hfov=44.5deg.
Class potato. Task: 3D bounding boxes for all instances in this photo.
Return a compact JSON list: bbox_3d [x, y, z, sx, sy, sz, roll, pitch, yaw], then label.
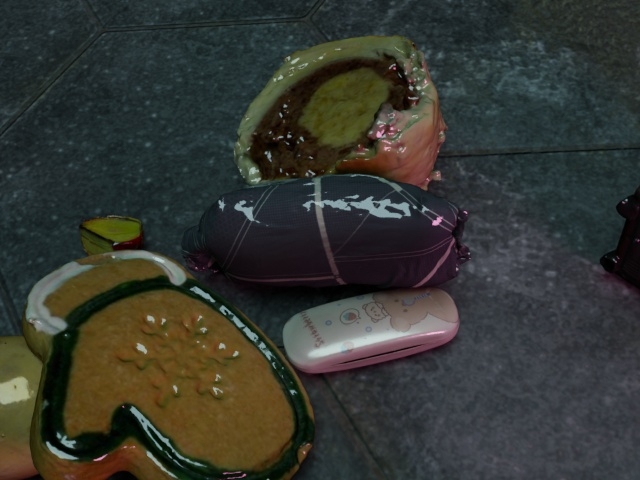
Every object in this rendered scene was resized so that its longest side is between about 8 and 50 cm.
[{"bbox_3d":[-0.361,0.178,0.847,0.234,0.146,0.150,-5,23,2],"label":"potato"}]

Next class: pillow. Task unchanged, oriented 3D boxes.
[{"bbox_3d":[0.000,0.000,0.891,0.335,0.161,0.092,-2,49,13],"label":"pillow"}]

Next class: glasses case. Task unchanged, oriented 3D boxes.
[{"bbox_3d":[0.058,0.101,0.898,0.204,0.051,0.081,-13,49,-7],"label":"glasses case"}]

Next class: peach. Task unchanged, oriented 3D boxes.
[{"bbox_3d":[-0.267,0.003,0.997,0.083,0.050,0.077,1,33,-5],"label":"peach"}]

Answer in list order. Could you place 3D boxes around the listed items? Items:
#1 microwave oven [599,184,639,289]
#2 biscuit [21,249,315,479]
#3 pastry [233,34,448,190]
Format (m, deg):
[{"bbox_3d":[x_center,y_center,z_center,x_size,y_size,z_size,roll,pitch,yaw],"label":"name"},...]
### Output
[{"bbox_3d":[0.465,0.011,0.842,0.178,0.188,0.247,-40,61,-19],"label":"microwave oven"},{"bbox_3d":[-0.173,0.142,0.810,0.344,0.057,0.287,42,39,19],"label":"biscuit"},{"bbox_3d":[0.035,-0.129,0.988,0.256,0.170,0.236,-15,45,22],"label":"pastry"}]
